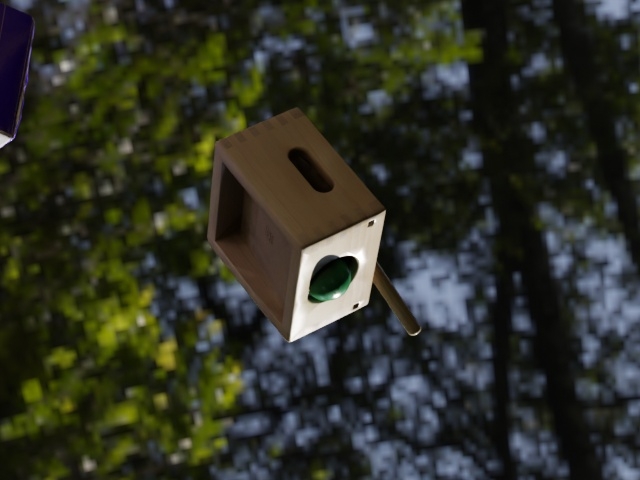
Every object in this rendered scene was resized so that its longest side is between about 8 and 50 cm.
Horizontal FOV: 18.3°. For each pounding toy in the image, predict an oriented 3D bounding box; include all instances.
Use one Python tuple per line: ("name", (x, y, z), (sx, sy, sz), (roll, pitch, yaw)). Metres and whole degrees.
("pounding toy", (0.000, 0.000, 1.415), (0.100, 0.130, 0.141), (-25, -122, -25))

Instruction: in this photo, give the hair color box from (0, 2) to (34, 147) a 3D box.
("hair color box", (-0.390, -0.140, 1.353), (0.185, 0.339, 0.110), (-27, -129, 49))
